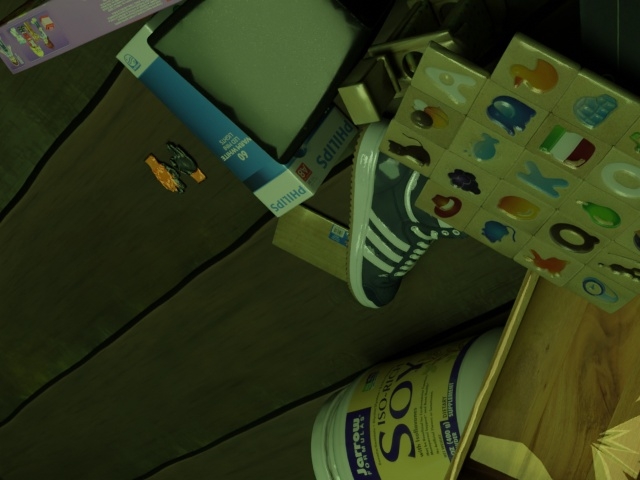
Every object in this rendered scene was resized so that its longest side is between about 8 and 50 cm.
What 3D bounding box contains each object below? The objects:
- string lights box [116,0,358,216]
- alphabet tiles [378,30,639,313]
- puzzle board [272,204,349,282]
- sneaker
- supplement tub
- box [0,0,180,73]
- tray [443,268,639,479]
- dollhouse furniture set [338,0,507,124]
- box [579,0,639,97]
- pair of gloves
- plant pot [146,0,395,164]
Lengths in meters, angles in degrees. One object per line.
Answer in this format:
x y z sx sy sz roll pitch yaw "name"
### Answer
-0.091 -0.167 1.120 0.259 0.133 0.077 44 138 -13 "string lights box"
0.221 -0.043 0.857 0.342 0.011 0.285 29 153 3 "alphabet tiles"
0.000 0.000 1.323 0.128 0.011 0.096 27 138 7 "puzzle board"
0.118 -0.008 1.168 0.153 0.099 0.282 18 135 21 "sneaker"
0.168 0.262 1.293 0.241 0.241 0.331 48 138 -16 "supplement tub"
-0.198 -0.283 1.024 0.293 0.201 0.057 -10 123 39 "box"
0.294 0.117 1.021 0.203 0.076 0.411 22 102 13 "tray"
0.128 -0.140 0.965 0.101 0.182 0.161 -5 126 37 "dollhouse furniture set"
0.370 -0.204 0.717 0.312 0.179 0.343 14 135 31 "box"
-0.204 -0.100 1.359 0.083 0.010 0.074 -25 114 45 "pair of gloves"
-0.030 -0.227 0.995 0.187 0.188 0.167 41 128 -9 "plant pot"
